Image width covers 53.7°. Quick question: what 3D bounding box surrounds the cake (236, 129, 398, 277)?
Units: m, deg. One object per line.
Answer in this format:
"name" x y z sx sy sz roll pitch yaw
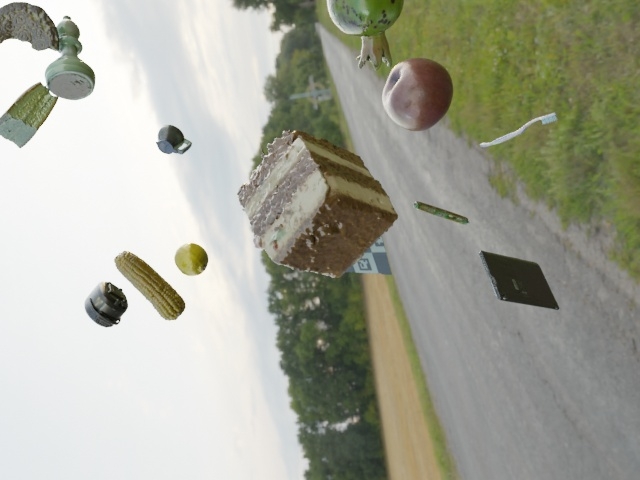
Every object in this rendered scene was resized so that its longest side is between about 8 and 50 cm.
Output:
"cake" -0.009 -0.082 1.530 0.282 0.255 0.290 16 -146 -41

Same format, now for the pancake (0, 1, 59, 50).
"pancake" -0.845 -0.588 1.807 0.190 0.184 0.020 35 -175 -16

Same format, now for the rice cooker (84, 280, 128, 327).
"rice cooker" -0.646 0.192 1.913 0.112 0.106 0.165 39 178 -32

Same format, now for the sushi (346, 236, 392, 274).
"sushi" 0.000 0.000 1.898 0.100 0.373 0.296 -46 -52 -44

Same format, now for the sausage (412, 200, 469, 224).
"sausage" 0.456 -0.103 2.383 0.033 0.269 0.032 -43 39 49

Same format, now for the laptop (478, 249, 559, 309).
"laptop" 0.428 0.086 1.358 0.016 0.180 0.129 -51 39 40

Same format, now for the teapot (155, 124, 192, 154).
"teapot" -0.367 -0.243 1.572 0.066 0.088 0.057 117 171 -49

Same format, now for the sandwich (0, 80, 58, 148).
"sandwich" -0.823 -0.328 1.736 0.094 0.258 0.096 38 -140 -29

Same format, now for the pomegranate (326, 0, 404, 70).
"pomegranate" 0.123 -0.649 1.792 0.285 0.231 0.230 88 177 -46

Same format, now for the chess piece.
"chess piece" -0.744 -0.559 1.865 0.139 0.139 0.271 77 179 -66

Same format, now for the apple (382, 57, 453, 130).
"apple" 0.370 -0.569 2.458 0.305 0.235 0.305 -53 26 39

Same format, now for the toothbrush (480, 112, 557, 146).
"toothbrush" 0.545 -0.302 1.758 0.269 0.021 0.027 -19 82 58

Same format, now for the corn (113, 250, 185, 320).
"corn" -0.593 0.150 2.201 0.313 0.102 0.102 48 -178 0

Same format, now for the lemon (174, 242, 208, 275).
"lemon" -0.424 0.064 2.083 0.109 0.133 0.109 -40 -34 -35
